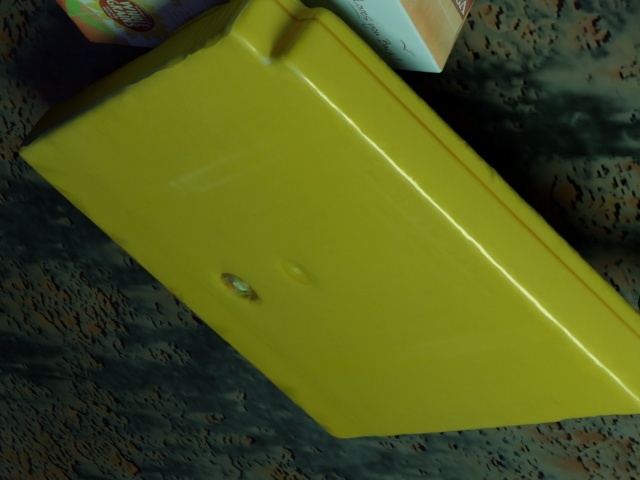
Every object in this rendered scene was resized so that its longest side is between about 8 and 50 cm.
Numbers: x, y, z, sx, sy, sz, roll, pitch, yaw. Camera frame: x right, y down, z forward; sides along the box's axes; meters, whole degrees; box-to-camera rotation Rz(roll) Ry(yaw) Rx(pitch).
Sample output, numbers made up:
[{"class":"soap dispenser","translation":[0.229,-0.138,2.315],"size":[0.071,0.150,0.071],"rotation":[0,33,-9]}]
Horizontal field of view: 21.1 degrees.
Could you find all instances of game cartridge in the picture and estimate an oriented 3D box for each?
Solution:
[{"class":"game cartridge","translation":[0.000,0.000,0.944],"size":[0.285,0.052,0.324],"rotation":[43,154,-17]}]

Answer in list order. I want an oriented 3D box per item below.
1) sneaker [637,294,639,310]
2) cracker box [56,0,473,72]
[{"class":"sneaker","translation":[0.254,0.081,0.869],"size":[0.209,0.069,0.082],"rotation":[47,140,-10]},{"class":"cracker box","translation":[-0.054,-0.161,0.844],"size":[0.232,0.067,0.156],"rotation":[10,152,34]}]
